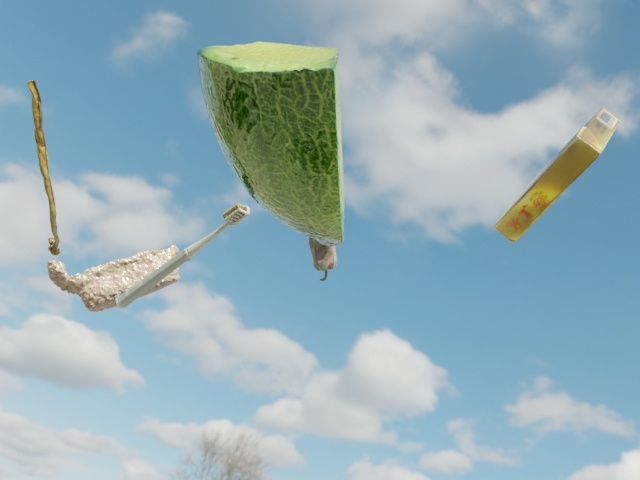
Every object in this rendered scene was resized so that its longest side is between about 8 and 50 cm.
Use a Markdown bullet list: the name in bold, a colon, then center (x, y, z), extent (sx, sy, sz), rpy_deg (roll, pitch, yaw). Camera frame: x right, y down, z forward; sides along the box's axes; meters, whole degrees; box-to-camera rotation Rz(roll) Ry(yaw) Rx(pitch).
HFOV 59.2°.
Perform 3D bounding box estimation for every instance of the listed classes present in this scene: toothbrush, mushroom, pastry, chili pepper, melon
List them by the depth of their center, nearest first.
- **melon**: center (-0.027, -0.091, 0.702), extent (0.196, 0.124, 0.324), rpy_deg (22, -35, 32)
- **mushroom**: center (-0.405, -0.095, 0.834), extent (0.028, 0.026, 0.286), rpy_deg (18, -56, 11)
- **chili pepper**: center (0.000, 0.000, 1.014), extent (0.050, 0.041, 0.153), rpy_deg (-8, -80, 12)
- **toothbrush**: center (-0.262, 0.034, 1.042), extent (0.342, 0.025, 0.030), rpy_deg (-35, -33, 20)
- **pastry**: center (-0.415, 0.081, 1.168), extent (0.265, 0.112, 0.103), rpy_deg (-8, -16, -23)

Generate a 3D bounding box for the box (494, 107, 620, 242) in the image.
- **box**: center (0.189, -0.056, 0.442), extent (0.022, 0.156, 0.089), rpy_deg (42, -54, 13)
